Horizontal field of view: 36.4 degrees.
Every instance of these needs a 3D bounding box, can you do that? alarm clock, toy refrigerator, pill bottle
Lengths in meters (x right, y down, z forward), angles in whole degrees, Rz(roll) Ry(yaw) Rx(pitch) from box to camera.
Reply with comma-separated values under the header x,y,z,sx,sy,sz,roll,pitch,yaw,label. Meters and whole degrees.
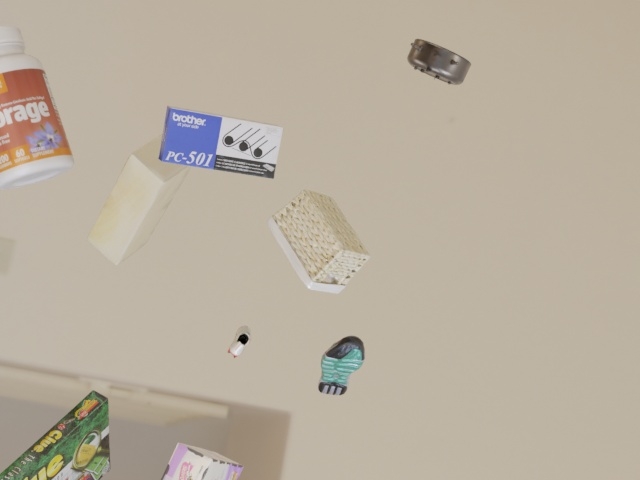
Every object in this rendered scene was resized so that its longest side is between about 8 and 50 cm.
x,y,z,sx,sy,sz,roll,pitch,yaw,label
0.252,-0.372,2.060,0.064,0.129,0.192,-67,166,10,alarm clock
-0.360,-0.079,1.912,0.102,0.094,0.269,-44,175,-48,toy refrigerator
-0.446,-0.192,1.406,0.121,0.121,0.216,161,-90,-73,pill bottle

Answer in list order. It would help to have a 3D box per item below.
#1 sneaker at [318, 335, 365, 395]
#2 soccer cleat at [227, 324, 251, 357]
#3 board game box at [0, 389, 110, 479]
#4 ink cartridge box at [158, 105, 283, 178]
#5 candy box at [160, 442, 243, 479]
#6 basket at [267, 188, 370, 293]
x,y,z,sx,sy,sz,roll,pitch,yaw,label
0.039,0.232,2.004,0.224,0.083,0.098,113,-14,-54,sneaker
-0.125,0.159,1.581,0.035,0.029,0.083,-48,-175,28,soccer cleat
-0.337,0.300,1.122,0.259,0.030,0.136,-45,149,-45,board game box
-0.176,-0.174,1.731,0.046,0.207,0.097,-144,-116,-68,ink cartridge box
-0.219,0.440,1.656,0.165,0.070,0.196,-65,163,-11,candy box
0.000,0.000,1.788,0.103,0.113,0.167,-43,-118,21,basket
